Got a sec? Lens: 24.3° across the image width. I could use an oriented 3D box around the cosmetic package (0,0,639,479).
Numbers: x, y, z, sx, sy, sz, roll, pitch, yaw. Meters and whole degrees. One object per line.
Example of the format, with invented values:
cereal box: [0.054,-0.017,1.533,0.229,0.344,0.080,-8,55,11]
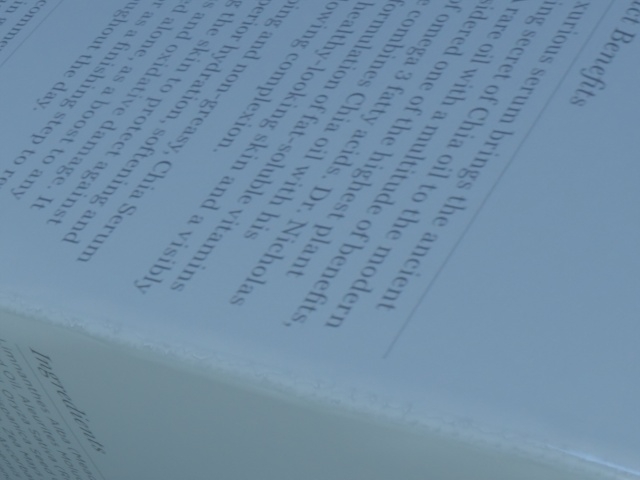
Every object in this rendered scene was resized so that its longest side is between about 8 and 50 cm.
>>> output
cosmetic package: [0.000,0.000,0.562,0.453,0.161,0.230,13,52,34]
